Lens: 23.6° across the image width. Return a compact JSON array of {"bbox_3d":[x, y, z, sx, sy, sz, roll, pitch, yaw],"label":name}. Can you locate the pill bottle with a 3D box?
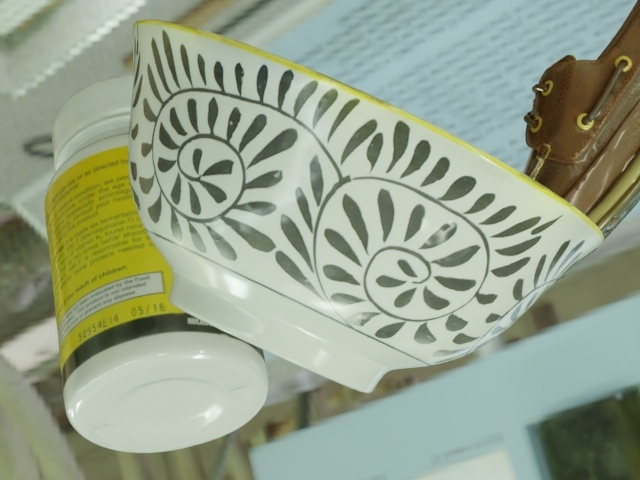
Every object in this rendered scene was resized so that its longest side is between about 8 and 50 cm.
[{"bbox_3d":[-0.104,0.011,0.925,0.119,0.209,0.119,-9,147,-6],"label":"pill bottle"}]

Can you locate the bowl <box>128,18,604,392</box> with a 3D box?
[{"bbox_3d":[0.000,0.000,0.507,0.170,0.080,0.170,24,178,1],"label":"bowl"}]

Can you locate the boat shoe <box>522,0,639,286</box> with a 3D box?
[{"bbox_3d":[0.107,-0.042,0.593,0.178,0.060,0.064,-49,170,3],"label":"boat shoe"}]
